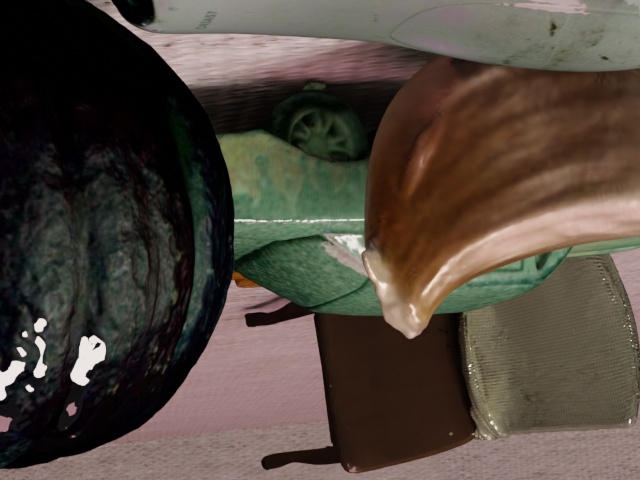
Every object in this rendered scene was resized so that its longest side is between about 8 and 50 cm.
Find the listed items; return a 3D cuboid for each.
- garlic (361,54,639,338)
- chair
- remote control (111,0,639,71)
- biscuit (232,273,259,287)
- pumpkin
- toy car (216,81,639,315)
[{"bbox_3d":[0.116,-0.029,0.671,0.198,0.129,0.090,-4,154,5],"label":"garlic"},{"bbox_3d":[0.088,0.104,1.328,0.186,0.160,0.319,-2,171,-31],"label":"chair"},{"bbox_3d":[0.052,-0.085,0.563,0.256,0.045,0.097,-1,168,-17],"label":"remote control"},{"bbox_3d":[0.000,-0.001,1.029,0.250,0.036,0.165,-6,170,-22],"label":"biscuit"},{"bbox_3d":[-0.147,0.033,0.528,0.248,0.248,0.248,-6,170,-1],"label":"pumpkin"},{"bbox_3d":[0.050,-0.013,0.808,0.320,0.097,0.141,-2,169,-23],"label":"toy car"}]
